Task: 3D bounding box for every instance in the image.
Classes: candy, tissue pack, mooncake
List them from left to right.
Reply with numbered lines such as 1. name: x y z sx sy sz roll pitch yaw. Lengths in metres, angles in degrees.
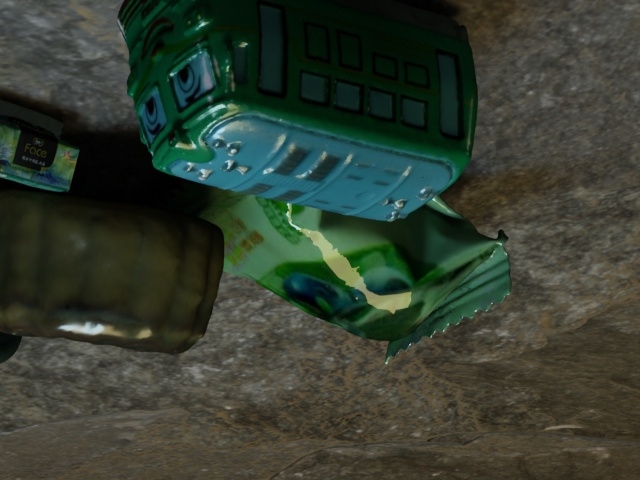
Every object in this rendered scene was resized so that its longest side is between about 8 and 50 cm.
1. tissue pack: -0.324 -0.104 1.693 0.111 0.079 0.085 17 178 -43
2. mooncake: -0.254 0.040 1.818 0.290 0.161 0.290 8 175 1
3. candy: -0.001 0.006 1.930 0.398 0.172 0.263 19 143 -23

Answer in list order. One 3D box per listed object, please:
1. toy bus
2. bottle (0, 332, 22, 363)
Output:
1. toy bus: -0.018 -0.138 1.555 0.343 0.199 0.183 11 151 -32
2. bottle: -0.555 0.129 2.056 0.336 0.144 0.144 -17 154 25
